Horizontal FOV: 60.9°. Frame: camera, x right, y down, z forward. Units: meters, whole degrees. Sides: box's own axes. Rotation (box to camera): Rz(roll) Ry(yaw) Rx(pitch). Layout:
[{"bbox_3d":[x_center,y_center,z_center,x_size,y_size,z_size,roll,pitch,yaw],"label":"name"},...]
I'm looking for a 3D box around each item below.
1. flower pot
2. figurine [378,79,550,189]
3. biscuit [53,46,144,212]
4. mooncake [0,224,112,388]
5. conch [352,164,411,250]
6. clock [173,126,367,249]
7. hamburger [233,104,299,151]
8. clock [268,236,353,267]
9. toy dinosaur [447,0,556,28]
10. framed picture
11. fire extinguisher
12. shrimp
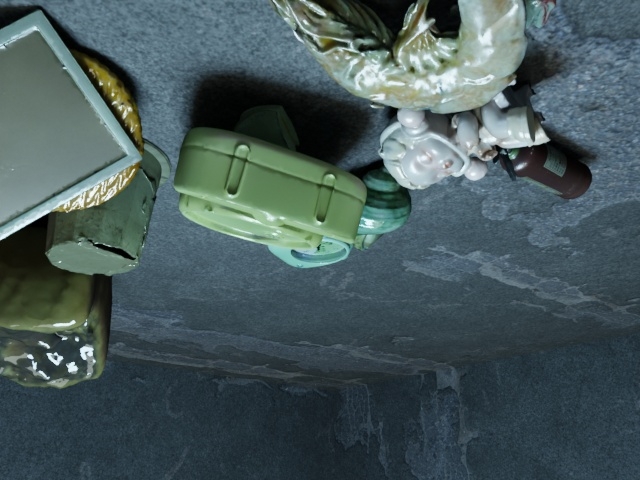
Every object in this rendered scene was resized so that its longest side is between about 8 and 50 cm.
[{"bbox_3d":[-0.370,-0.057,0.937,0.212,0.202,0.212,-4,155,-2],"label":"flower pot"},{"bbox_3d":[0.184,-0.161,0.800,0.257,0.144,0.182,-21,169,34],"label":"figurine"},{"bbox_3d":[-0.379,-0.152,0.774,0.254,0.035,0.253,-6,122,-10],"label":"biscuit"},{"bbox_3d":[-0.591,0.165,1.181,0.246,0.393,0.393,7,-165,-9],"label":"mooncake"},{"bbox_3d":[0.098,-0.060,1.026,0.176,0.121,0.188,-10,166,-34],"label":"conch"},{"bbox_3d":[-0.104,-0.067,0.914,0.286,0.117,0.348,16,171,-16],"label":"clock"},{"bbox_3d":[-0.090,-0.170,0.862,0.084,0.054,0.121,-1,155,14],"label":"hamburger"},{"bbox_3d":[0.000,0.000,1.219,0.211,0.066,0.159,-11,154,21],"label":"clock"},{"bbox_3d":[0.194,-0.308,0.555,0.167,0.053,0.242,-1,155,-2],"label":"toy dinosaur"},{"bbox_3d":[-0.425,-0.128,0.716,0.293,0.018,0.231,-31,126,-7],"label":"framed picture"},{"bbox_3d":[0.365,-0.121,0.914,0.231,0.099,0.071,15,147,-32],"label":"fire extinguisher"},{"bbox_3d":[0.068,-0.249,0.588,0.360,0.085,0.247,24,156,-23],"label":"shrimp"}]
